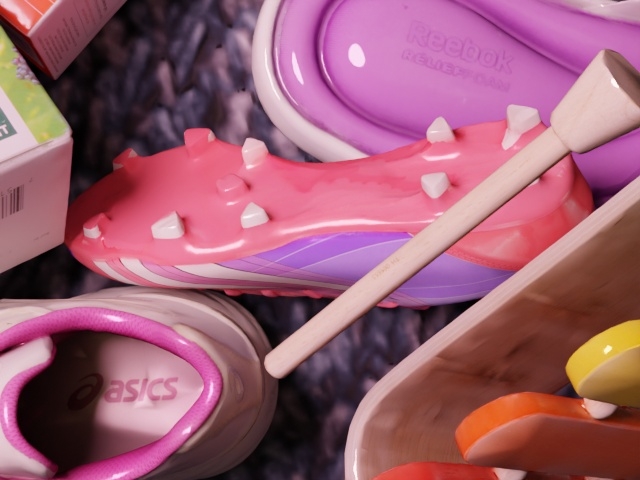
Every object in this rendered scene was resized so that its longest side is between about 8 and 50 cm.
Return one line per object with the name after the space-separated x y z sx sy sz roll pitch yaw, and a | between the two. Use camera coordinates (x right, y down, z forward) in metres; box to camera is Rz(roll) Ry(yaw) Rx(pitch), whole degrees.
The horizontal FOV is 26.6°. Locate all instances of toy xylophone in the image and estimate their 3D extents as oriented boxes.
0.121 0.040 0.543 0.236 0.323 0.081 7 48 -41 | toy xylophone

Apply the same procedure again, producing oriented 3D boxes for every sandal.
0.170 -0.049 0.645 0.416 0.102 0.169 10 84 -2 | sandal

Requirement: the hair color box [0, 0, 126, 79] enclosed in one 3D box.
-0.096 -0.163 0.647 0.053 0.093 0.167 41 83 1 | hair color box

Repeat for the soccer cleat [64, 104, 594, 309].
0.000 0.000 0.616 0.248 0.095 0.083 -6 42 19 | soccer cleat

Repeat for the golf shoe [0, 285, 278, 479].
-0.172 0.071 0.597 0.306 0.140 0.115 -9 86 -3 | golf shoe

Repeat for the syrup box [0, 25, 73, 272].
-0.208 -0.091 0.595 0.093 0.096 0.237 -27 71 -25 | syrup box
